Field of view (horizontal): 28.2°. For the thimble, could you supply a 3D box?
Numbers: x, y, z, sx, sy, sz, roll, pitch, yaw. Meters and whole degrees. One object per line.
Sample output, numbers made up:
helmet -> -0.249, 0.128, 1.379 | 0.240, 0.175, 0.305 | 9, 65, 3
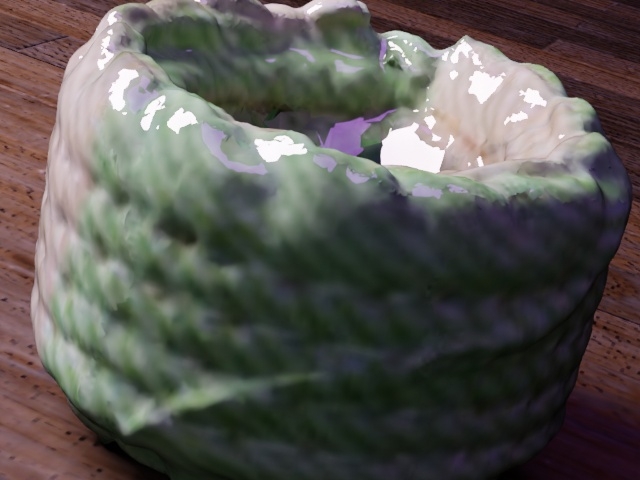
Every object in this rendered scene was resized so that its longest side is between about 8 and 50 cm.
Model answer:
thimble -> 0.000, 0.000, 0.485 | 0.219, 0.150, 0.219 | 10, 25, -5
